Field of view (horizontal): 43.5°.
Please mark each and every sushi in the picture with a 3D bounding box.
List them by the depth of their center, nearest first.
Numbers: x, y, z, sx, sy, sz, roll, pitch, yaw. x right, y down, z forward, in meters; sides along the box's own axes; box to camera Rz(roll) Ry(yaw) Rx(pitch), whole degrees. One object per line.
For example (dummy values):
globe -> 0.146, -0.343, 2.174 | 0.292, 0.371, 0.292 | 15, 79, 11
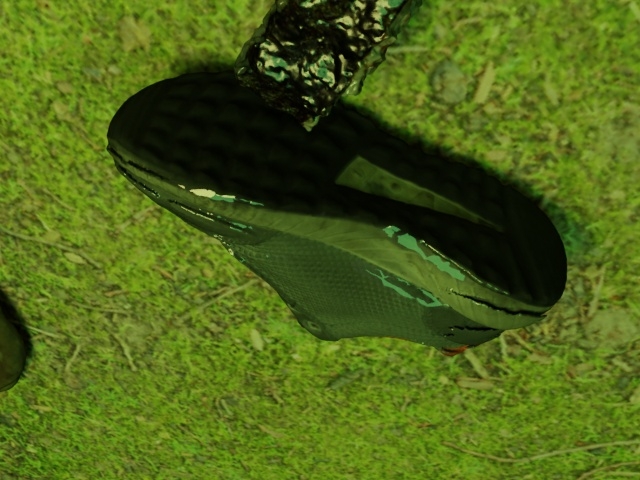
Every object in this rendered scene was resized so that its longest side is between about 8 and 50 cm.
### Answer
sushi -> 0.012, -0.141, 0.501 | 0.078, 0.090, 0.150 | 35, 129, -9

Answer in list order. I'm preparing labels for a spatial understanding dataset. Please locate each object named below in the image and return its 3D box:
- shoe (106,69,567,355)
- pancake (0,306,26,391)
shoe -> 0.000, 0.000, 0.606 | 0.337, 0.132, 0.171 | 22, 139, -8
pancake -> -0.418, 0.088, 0.822 | 0.236, 0.042, 0.222 | 29, 127, -11
